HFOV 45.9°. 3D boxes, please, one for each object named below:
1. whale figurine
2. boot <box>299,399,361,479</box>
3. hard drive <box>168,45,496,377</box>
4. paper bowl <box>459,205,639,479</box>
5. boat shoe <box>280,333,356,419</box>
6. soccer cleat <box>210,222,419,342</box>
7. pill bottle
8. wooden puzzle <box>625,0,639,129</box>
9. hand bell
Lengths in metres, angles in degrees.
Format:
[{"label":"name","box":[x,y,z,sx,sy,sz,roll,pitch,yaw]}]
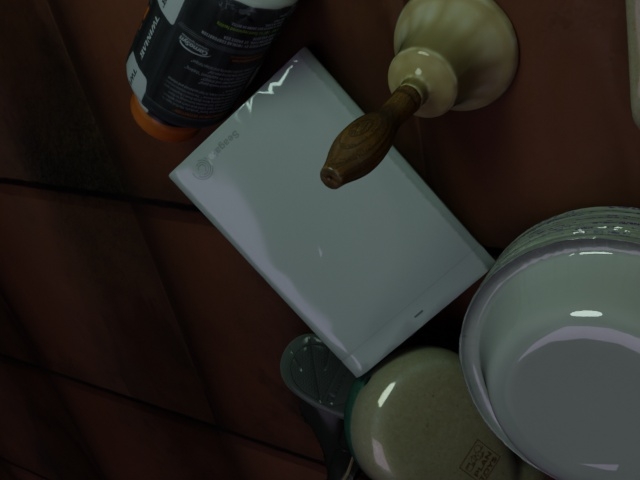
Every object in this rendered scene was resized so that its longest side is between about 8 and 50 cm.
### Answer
[{"label":"whale figurine","box":[0.147,0.239,0.912,0.272,0.216,0.141,37,169,-17]},{"label":"boot","box":[0.012,0.310,1.174,0.137,0.077,0.198,34,125,15]},{"label":"hard drive","box":[0.013,-0.025,0.827,0.203,0.040,0.307,-41,97,10]},{"label":"paper bowl","box":[0.272,0.122,0.718,0.284,0.148,0.284,12,117,24]},{"label":"boat shoe","box":[0.093,0.229,1.023,0.320,0.118,0.103,29,-179,10]},{"label":"soccer cleat","box":[0.000,0.000,0.895,0.318,0.108,0.116,39,130,5]},{"label":"pill bottle","box":[-0.124,-0.206,0.789,0.130,0.130,0.246,42,138,-1]},{"label":"wooden puzzle","box":[0.352,-0.209,0.470,0.322,0.080,0.348,4,127,34]},{"label":"hand bell","box":[0.067,-0.115,0.639,0.126,0.242,0.126,20,134,23]}]
